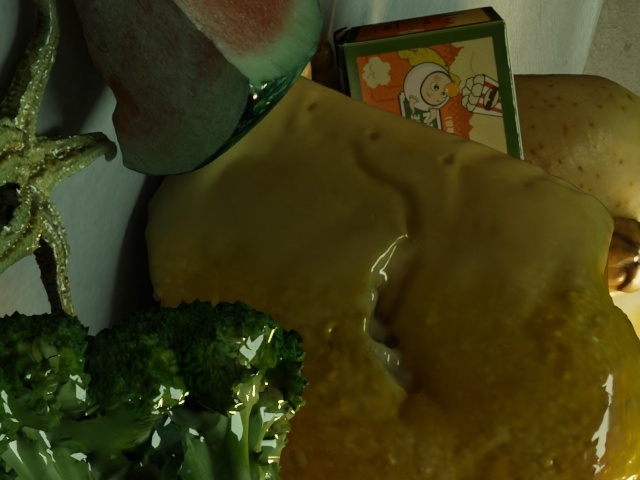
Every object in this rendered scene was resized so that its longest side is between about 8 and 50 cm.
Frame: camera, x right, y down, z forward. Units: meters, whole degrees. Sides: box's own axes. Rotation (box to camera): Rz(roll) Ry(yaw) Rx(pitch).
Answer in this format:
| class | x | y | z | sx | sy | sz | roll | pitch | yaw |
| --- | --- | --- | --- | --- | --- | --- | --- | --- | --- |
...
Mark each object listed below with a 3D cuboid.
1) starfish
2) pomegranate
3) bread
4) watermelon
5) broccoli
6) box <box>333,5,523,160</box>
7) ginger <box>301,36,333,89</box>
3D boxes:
| class | x | y | z | sx | sy | sz | roll | pitch | yaw |
| --- | --- | --- | --- | --- | --- | --- | --- | --- | --- |
| starfish | -0.154 | -0.025 | 0.762 | 0.223 | 0.050 | 0.216 | -44 | 126 | -70 |
| pomegranate | 0.243 | -0.005 | 1.569 | 0.410 | 0.410 | 0.410 | 14 | 90 | -75 |
| bread | 0.041 | 0.104 | 1.015 | 0.250 | 0.394 | 0.361 | -35 | 141 | -45 |
| watermelon | -0.058 | -0.150 | 0.800 | 0.202 | 0.136 | 0.207 | 66 | 36 | -53 |
| broccoli | -0.106 | 0.182 | 0.695 | 0.304 | 0.283 | 0.321 | -29 | 135 | -33 |
| box | 0.097 | -0.094 | 1.245 | 0.177 | 0.148 | 0.194 | -75 | 157 | -76 |
| ginger | -0.017 | -0.113 | 1.180 | 0.193 | 0.053 | 0.176 | -60 | 145 | -54 |
